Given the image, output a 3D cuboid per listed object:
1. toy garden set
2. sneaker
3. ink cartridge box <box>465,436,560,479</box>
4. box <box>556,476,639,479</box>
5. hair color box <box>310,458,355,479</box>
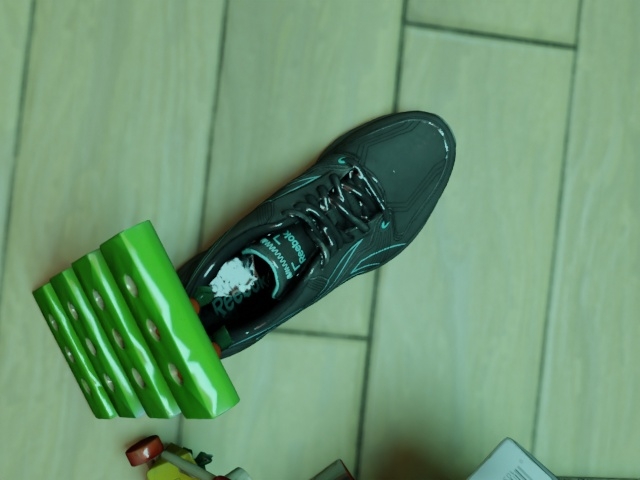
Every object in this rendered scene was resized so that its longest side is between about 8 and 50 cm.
[{"bbox_3d":[-0.097,0.098,0.561,0.049,0.244,0.204,-28,94,-30],"label":"toy garden set"},{"bbox_3d":[0.000,0.000,0.630,0.267,0.106,0.101,-40,93,-7],"label":"sneaker"},{"bbox_3d":[0.164,0.282,0.581,0.176,0.069,0.371,-47,129,0],"label":"ink cartridge box"},{"bbox_3d":[0.288,0.228,0.689,0.323,0.063,0.067,3,90,-8],"label":"box"},{"bbox_3d":[0.001,0.216,0.599,0.093,0.167,0.053,-34,95,-6],"label":"hair color box"}]
